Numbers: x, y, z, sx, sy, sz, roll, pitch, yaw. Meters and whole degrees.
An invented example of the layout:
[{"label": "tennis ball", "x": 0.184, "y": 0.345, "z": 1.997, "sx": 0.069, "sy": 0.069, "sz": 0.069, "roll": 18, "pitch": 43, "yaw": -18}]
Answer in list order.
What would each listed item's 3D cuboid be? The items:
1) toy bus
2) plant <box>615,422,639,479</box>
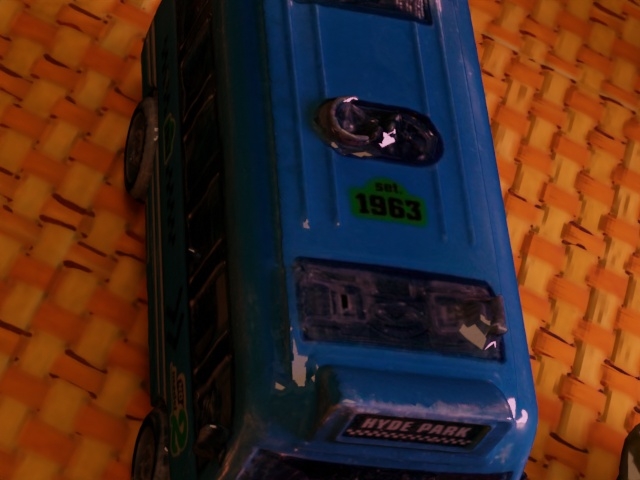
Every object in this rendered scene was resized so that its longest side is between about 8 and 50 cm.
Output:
[{"label": "toy bus", "x": 0.000, "y": 0.000, "z": 0.593, "sx": 0.113, "sy": 0.134, "sz": 0.246, "roll": 8, "pitch": 53, "yaw": -19}, {"label": "plant", "x": 0.215, "y": 0.193, "z": 0.527, "sx": 0.306, "sy": 0.297, "sz": 0.261, "roll": 44, "pitch": 81, "yaw": -10}]
